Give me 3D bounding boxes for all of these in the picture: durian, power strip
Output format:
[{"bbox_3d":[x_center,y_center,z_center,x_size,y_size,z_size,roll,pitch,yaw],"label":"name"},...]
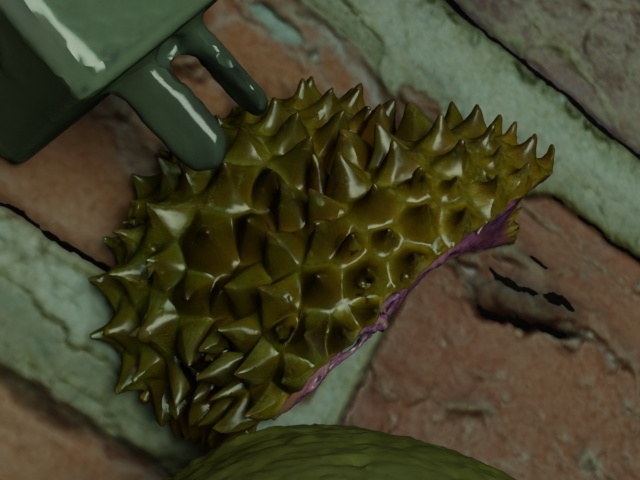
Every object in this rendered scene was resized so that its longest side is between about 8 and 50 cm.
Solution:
[{"bbox_3d":[-0.003,-0.011,0.641,0.186,0.154,0.260,33,54,9],"label":"durian"},{"bbox_3d":[-0.118,-0.128,0.582,0.224,0.140,0.139,51,60,-11],"label":"power strip"}]

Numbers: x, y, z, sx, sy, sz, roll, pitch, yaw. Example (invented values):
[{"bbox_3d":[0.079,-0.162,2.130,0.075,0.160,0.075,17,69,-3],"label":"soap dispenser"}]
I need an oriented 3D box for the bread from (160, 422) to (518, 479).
[{"bbox_3d":[0.020,0.240,0.526,0.320,0.237,0.321,2,82,-14],"label":"bread"}]
